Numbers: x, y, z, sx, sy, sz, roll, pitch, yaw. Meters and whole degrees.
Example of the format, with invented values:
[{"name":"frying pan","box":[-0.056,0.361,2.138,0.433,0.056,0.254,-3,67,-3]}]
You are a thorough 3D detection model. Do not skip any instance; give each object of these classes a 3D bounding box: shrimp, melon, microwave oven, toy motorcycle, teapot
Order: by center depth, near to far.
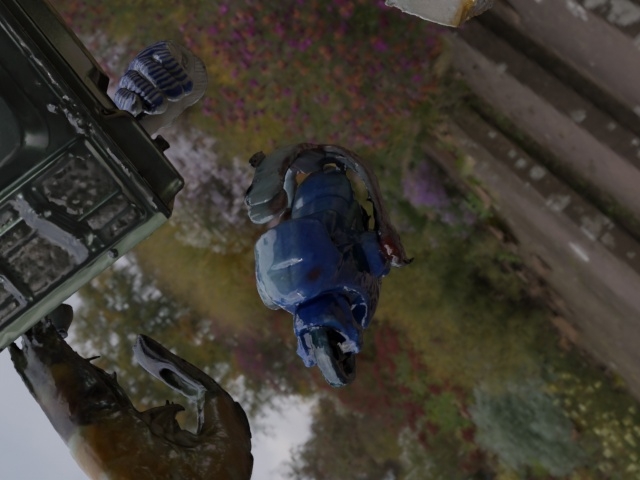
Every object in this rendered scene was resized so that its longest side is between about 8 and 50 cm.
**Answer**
[{"name":"microwave oven","box":[-0.324,-0.128,0.899,0.394,0.247,0.333,52,176,-10]},{"name":"melon","box":[0.163,-0.304,1.113,0.093,0.139,0.202,39,-142,18]},{"name":"toy motorcycle","box":[-0.020,0.011,1.201,0.241,0.182,0.319,36,-153,-15]},{"name":"shrimp","box":[-0.267,0.202,1.380,0.445,0.085,0.272,40,-146,19]},{"name":"teapot","box":[-0.462,0.145,1.716,0.066,0.088,0.057,14,-123,-44]}]

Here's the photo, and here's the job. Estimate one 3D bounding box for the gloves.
[{"name":"gloves","box":[-0.204,-0.191,1.275,0.097,0.119,0.229,11,-162,-1]}]
